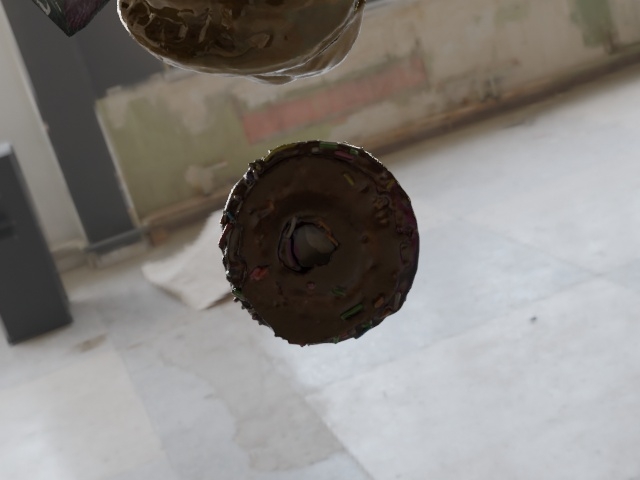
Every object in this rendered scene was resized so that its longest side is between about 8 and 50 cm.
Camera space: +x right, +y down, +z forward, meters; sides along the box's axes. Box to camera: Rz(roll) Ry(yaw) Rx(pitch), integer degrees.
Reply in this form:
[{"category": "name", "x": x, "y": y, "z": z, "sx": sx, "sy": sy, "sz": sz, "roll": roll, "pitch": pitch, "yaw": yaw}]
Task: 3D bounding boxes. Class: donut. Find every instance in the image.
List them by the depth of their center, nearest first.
[{"category": "donut", "x": 0.000, "y": 0.000, "z": 1.262, "sx": 0.235, "sy": 0.235, "sz": 0.089, "roll": -13, "pitch": 5, "yaw": 13}]

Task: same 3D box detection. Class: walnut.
[{"category": "walnut", "x": -0.109, "y": -0.412, "z": 1.731, "sx": 0.384, "sy": 0.383, "sz": 0.383, "roll": -16, "pitch": 17, "yaw": 5}]

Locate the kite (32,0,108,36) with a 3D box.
[{"category": "kite", "x": -0.199, "y": -0.391, "z": 1.270, "sx": 0.360, "sy": 0.204, "sz": 0.022, "roll": -38, "pitch": 53, "yaw": -15}]
